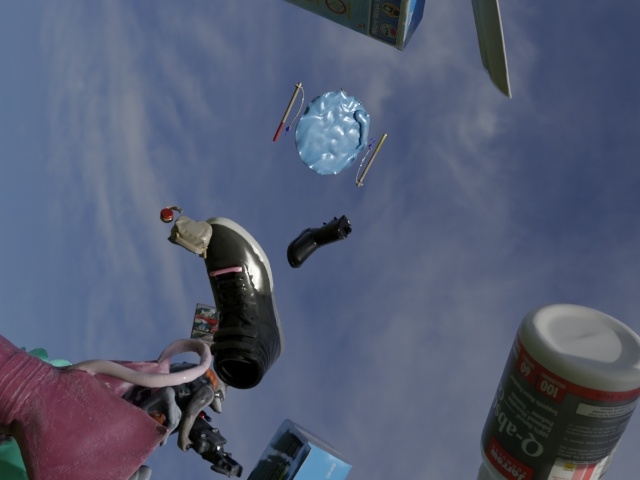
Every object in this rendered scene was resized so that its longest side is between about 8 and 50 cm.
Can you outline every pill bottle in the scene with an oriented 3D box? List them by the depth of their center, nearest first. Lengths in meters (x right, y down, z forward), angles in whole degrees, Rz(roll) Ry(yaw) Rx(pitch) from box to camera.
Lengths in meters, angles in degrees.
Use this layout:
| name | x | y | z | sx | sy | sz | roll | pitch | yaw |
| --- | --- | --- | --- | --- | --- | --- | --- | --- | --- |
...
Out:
| name | x | y | z | sx | sy | sz | roll | pitch | yaw |
| --- | --- | --- | --- | --- | --- | --- | --- | --- | --- |
| pill bottle | 0.383 | 0.303 | 1.454 | 0.210 | 0.210 | 0.363 | 43 | -48 | 45 |

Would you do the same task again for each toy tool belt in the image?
| name | x | y | z | sx | sy | sz | roll | pitch | yaw |
| --- | --- | --- | --- | --- | --- | --- | --- | --- | --- |
| toy tool belt | -0.198 | -0.008 | 1.279 | 0.083 | 0.052 | 0.051 | 28 | -45 | 7 |

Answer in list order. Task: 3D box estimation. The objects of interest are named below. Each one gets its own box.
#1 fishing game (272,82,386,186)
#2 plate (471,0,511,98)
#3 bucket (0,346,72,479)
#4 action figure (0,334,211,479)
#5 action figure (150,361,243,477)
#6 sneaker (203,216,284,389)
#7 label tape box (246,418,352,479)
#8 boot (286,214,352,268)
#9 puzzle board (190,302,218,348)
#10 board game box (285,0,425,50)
| name | x | y | z | sx | sy | sz | roll | pitch | yaw |
| --- | --- | --- | --- | --- | --- | --- | --- | --- | --- |
| fishing game | 0.023 | -0.238 | 1.931 | 0.041 | 0.264 | 0.189 | 32 | -81 | 56 |
| plate | 0.291 | -0.430 | 1.581 | 0.278 | 0.045 | 0.277 | -83 | 159 | -53 |
| bucket | -0.447 | 0.328 | 1.395 | 0.183 | 0.281 | 0.281 | -43 | -130 | 4 |
| action figure | -0.356 | 0.184 | 1.053 | 0.276 | 0.370 | 0.248 | -58 | -173 | 9 |
| action figure | -0.287 | 0.341 | 1.816 | 0.341 | 0.330 | 0.179 | 31 | -74 | 25 |
| sneaker | -0.138 | 0.113 | 1.454 | 0.104 | 0.147 | 0.296 | -9 | -66 | 17 |
| label tape box | -0.059 | 0.444 | 1.467 | 0.241 | 0.106 | 0.333 | -59 | -174 | -7 |
| boot | 0.000 | 0.001 | 1.636 | 0.099 | 0.121 | 0.045 | -16 | -67 | 31 |
| puzzle board | -0.216 | 0.196 | 1.905 | 0.128 | 0.011 | 0.096 | 13 | -84 | 11 |
| board game box | 0.034 | -0.496 | 1.488 | 0.302 | 0.086 | 0.308 | 26 | -22 | 11 |
